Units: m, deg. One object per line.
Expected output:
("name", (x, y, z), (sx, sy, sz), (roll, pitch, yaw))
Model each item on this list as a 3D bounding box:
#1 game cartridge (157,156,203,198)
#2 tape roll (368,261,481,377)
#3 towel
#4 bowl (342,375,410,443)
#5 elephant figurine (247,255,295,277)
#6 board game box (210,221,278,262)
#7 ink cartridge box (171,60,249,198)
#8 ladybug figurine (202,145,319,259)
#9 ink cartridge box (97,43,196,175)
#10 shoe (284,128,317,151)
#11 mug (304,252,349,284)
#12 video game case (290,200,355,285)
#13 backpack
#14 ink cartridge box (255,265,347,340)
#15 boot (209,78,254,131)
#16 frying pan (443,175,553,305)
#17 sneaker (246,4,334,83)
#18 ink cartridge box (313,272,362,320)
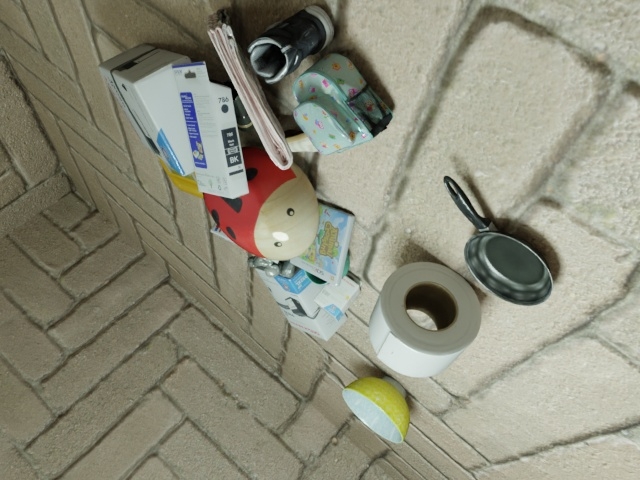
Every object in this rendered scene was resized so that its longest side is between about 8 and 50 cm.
("game cartridge", (-0.535, -0.304, 1.916), (0.285, 0.053, 0.323), (20, 143, 41))
("tape roll", (0.253, 0.197, 1.258), (0.246, 0.246, 0.169), (38, 152, 16))
("towel", (-0.159, -0.348, 1.139), (0.331, 0.054, 0.316), (-111, -4, -59))
("bowl", (0.242, 0.620, 1.956), (0.290, 0.156, 0.289), (34, 151, 22))
("elephant figurine", (-0.151, 0.026, 1.722), (0.239, 0.186, 0.169), (-137, 47, -75))
("board game box", (-0.204, -0.064, 1.611), (0.305, 0.192, 0.053), (22, 170, 41))
("ink cartridge box", (-0.276, -0.279, 1.281), (0.165, 0.065, 0.332), (17, 123, 45))
("ladybug figurine", (-0.195, -0.113, 1.435), (0.449, 0.162, 0.304), (31, 110, 38))
("ink cartridge box", (-0.463, -0.391, 1.481), (0.395, 0.166, 0.285), (34, 152, 48))
("shoe", (-0.066, -0.246, 1.288), (0.219, 0.077, 0.058), (4, 126, 51))
("mug", (0.034, 0.060, 1.531), (0.158, 0.097, 0.129), (-28, 77, 40))
("video game case", (0.000, 0.000, 1.469), (0.193, 0.023, 0.212), (24, 111, 37))
("backpack", (0.028, -0.276, 1.042), (0.188, 0.144, 0.166), (57, 157, -14))
("ink cartridge box", (-0.068, 0.194, 1.842), (0.223, 0.129, 0.307), (11, 138, 49))
("boot", (-0.248, -0.389, 1.315), (0.198, 0.077, 0.137), (40, 168, 18))
("frying pan", (0.350, 0.010, 1.073), (0.326, 0.053, 0.197), (45, 153, 6))
("sneaker", (-0.100, -0.389, 1.053), (0.269, 0.153, 0.101), (-1, 127, 56))
("ink cartridge box", (0.062, 0.171, 1.627), (0.092, 0.143, 0.090), (37, 169, 19))
